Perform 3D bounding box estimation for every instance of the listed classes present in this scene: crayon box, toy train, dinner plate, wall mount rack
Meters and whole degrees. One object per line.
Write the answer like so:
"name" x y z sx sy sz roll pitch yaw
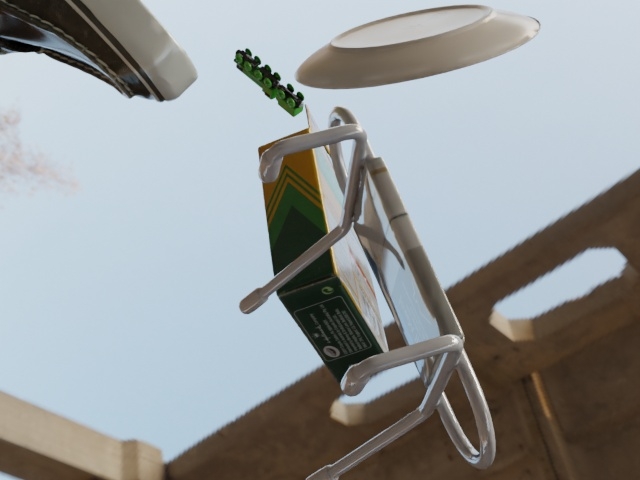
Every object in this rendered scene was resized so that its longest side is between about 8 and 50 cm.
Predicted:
"crayon box" 0.000 0.000 1.281 0.083 0.203 0.323 -20 -135 11
"toy train" -0.046 -0.139 0.849 0.083 0.024 0.017 42 -120 19
"dinner plate" 0.052 -0.114 0.544 0.141 0.017 0.141 -11 -159 4
"wall mount rack" 0.019 0.068 0.861 0.130 0.304 0.350 -16 -116 -13

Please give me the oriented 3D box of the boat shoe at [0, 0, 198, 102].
"boat shoe" -0.152 -0.115 0.437 0.219 0.078 0.070 35 -99 17
